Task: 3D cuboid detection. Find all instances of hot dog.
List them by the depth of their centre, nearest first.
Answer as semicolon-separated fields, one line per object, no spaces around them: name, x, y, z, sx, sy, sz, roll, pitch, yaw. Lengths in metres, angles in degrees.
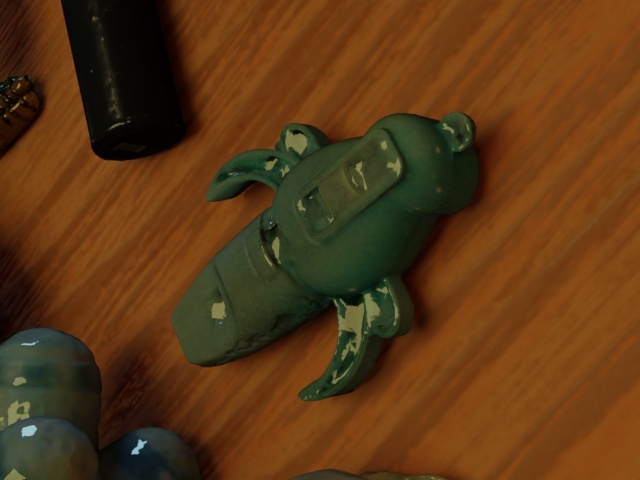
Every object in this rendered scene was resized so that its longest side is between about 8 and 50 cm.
hot dog;-0.281;-0.097;1.132;0.122;0.037;0.049;-40;69;26

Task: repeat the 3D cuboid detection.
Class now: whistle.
whistle;0.000;0.000;0.905;0.274;0.093;0.186;-38;67;29

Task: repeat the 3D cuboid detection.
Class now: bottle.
bottle;-0.162;-0.187;1.037;0.082;0.072;0.244;-23;73;26

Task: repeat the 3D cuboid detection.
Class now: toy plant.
toy plant;-0.208;0.226;0.946;0.247;0.247;0.332;-8;76;33

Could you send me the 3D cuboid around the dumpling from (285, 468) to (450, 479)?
dumpling;0.016;0.213;0.850;0.250;0.162;0.132;0;122;45
